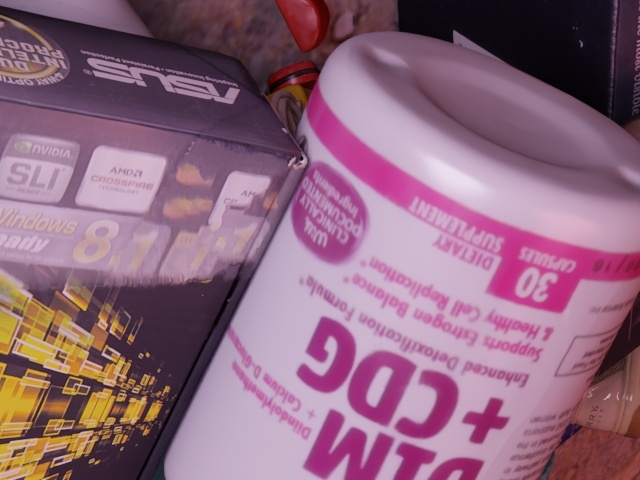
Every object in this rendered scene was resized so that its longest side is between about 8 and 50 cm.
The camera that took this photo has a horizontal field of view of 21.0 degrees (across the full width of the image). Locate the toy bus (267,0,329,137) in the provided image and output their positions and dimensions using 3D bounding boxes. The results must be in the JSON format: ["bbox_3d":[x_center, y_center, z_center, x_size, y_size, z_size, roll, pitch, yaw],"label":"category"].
[{"bbox_3d":[-0.015,-0.025,0.921,0.104,0.191,0.202,-26,126,16],"label":"toy bus"}]

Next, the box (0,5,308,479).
[{"bbox_3d":[-0.243,0.043,0.676,0.395,0.097,0.318,9,120,-33],"label":"box"}]

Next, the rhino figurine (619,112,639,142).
[{"bbox_3d":[0.184,-0.031,0.906,0.243,0.073,0.106,-18,137,-34],"label":"rhino figurine"}]

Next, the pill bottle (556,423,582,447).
[{"bbox_3d":[0.177,0.076,1.258,0.187,0.112,0.112,-35,141,-23],"label":"pill bottle"}]

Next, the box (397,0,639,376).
[{"bbox_3d":[0.219,-0.151,1.051,0.312,0.179,0.343,-34,141,-24],"label":"box"}]

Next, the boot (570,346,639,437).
[{"bbox_3d":[0.145,0.026,1.178,0.077,0.165,0.213,94,3,-59],"label":"boot"}]

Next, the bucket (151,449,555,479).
[{"bbox_3d":[-0.002,0.163,1.017,0.281,0.281,0.183,-7,121,-45],"label":"bucket"}]

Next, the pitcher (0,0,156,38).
[{"bbox_3d":[-0.144,-0.054,0.803,0.178,0.125,0.207,-17,126,-10],"label":"pitcher"}]

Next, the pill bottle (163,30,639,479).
[{"bbox_3d":[0.026,0.066,0.763,0.160,0.160,0.283,-2,124,-47],"label":"pill bottle"}]
